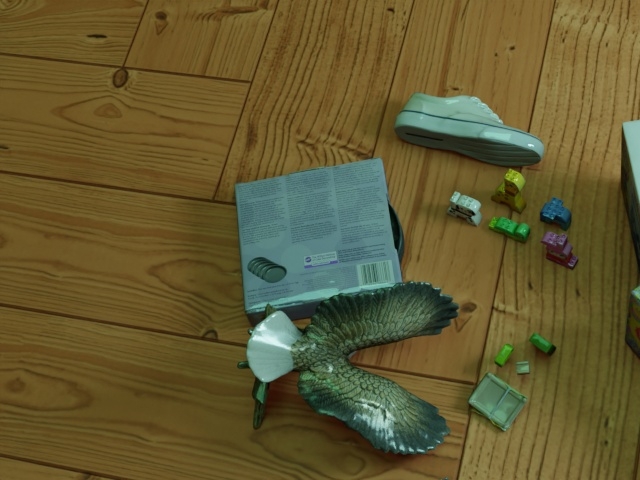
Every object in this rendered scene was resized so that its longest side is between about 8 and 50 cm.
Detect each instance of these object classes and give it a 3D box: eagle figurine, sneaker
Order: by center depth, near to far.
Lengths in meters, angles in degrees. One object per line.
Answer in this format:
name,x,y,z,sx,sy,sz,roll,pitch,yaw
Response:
eagle figurine,0.044,0.174,1.938,0.298,0.226,0.225,7,42,19
sneaker,0.251,-0.194,2.158,0.258,0.094,0.091,16,69,19

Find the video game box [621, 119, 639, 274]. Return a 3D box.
video game box,0.494,-0.048,1.980,0.048,0.187,0.205,-8,59,6

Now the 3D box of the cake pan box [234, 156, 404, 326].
cake pan box,0.000,0.000,2.110,0.267,0.070,0.246,-11,62,4

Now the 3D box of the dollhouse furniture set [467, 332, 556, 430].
dollhouse furniture set,0.291,0.207,1.966,0.076,0.058,0.152,34,91,17

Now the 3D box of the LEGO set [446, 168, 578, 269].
LEGO set,0.315,-0.053,2.068,0.227,0.093,0.087,24,68,22

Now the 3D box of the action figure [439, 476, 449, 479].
action figure,0.215,0.465,1.766,0.164,0.141,0.276,-44,62,2

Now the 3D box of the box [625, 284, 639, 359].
box,0.633,0.145,1.851,0.279,0.177,0.290,-29,61,-7
